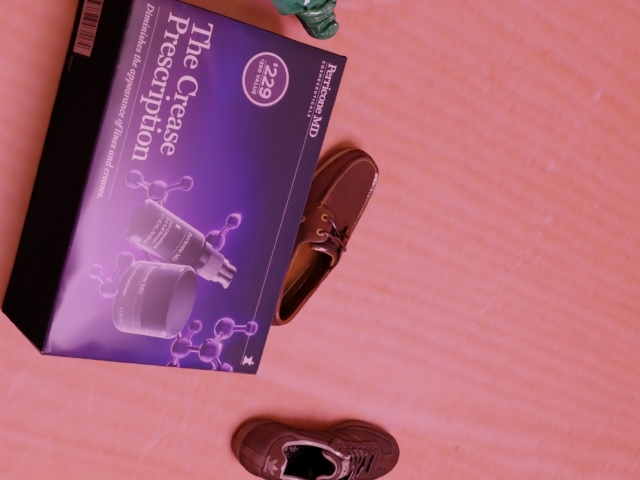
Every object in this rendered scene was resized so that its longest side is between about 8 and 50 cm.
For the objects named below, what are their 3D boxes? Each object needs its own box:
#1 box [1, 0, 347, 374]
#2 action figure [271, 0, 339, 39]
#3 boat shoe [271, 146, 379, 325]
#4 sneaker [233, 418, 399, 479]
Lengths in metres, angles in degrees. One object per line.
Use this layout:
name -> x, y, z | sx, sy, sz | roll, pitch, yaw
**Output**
box -> -0.110, -0.042, 0.751 | 0.184, 0.103, 0.261 | 10, 99, -38
action figure -> -0.032, -0.261, 0.752 | 0.137, 0.063, 0.232 | -31, 116, -24
boat shoe -> 0.000, 0.000, 0.859 | 0.064, 0.060, 0.178 | 40, 81, -35
sneaker -> 0.010, 0.211, 0.926 | 0.188, 0.071, 0.066 | 10, 99, -35
